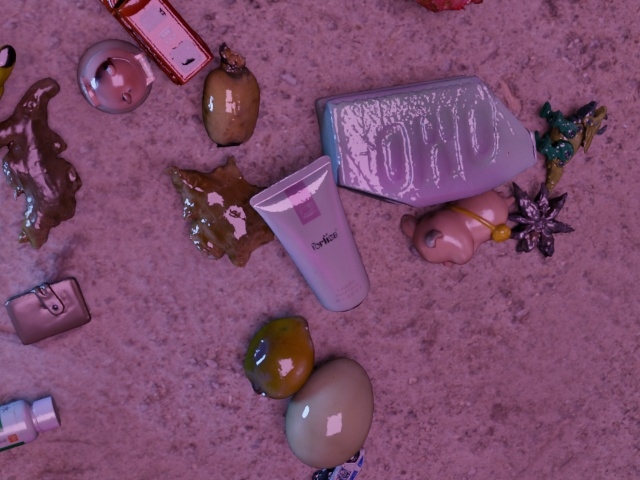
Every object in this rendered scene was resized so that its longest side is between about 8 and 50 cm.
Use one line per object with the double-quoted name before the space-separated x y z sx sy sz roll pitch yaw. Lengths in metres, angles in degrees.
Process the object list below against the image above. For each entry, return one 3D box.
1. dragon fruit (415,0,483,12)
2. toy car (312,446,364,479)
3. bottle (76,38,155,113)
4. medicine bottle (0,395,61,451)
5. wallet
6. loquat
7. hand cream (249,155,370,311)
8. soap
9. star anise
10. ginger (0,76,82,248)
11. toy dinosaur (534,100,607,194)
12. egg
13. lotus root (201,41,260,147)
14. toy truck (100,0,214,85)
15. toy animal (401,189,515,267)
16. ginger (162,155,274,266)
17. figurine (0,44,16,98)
"dragon fruit" 0.261 -0.569 1.859 0.268 0.205 0.210 22 133 -40
"toy car" 0.050 0.525 2.098 0.070 0.080 0.170 29 92 -20
"bottle" -0.391 -0.310 1.720 0.148 0.236 0.147 -3 103 -14
"medicine bottle" -0.679 0.397 1.872 0.260 0.095 0.095 -15 105 -11
"wallet" -0.568 0.146 1.877 0.153 0.039 0.118 -21 108 -8
"loquat" -0.085 0.254 1.967 0.152 0.152 0.195 35 78 -19
"hand cream" 0.000 0.000 1.897 0.186 0.118 0.358 -30 128 -4
"soap" 0.231 -0.212 1.942 0.446 0.156 0.261 -11 100 -13
"star anise" 0.513 -0.047 2.100 0.181 0.061 0.204 -13 110 -9
"ginger" -0.570 -0.147 1.791 0.166 0.080 0.333 -15 108 -23
"toy dinosaur" 0.550 -0.213 2.071 0.153 0.094 0.259 20 110 -25
"egg" 0.024 0.384 2.004 0.189 0.188 0.253 25 83 -18
"lotus root" -0.182 -0.294 1.838 0.118 0.125 0.220 6 108 -3
"toy truck" -0.326 -0.429 1.776 0.107 0.114 0.252 -42 110 -1
"toy animal" 0.324 -0.035 2.011 0.248 0.165 0.149 -28 102 -14
"ginger" -0.213 -0.071 1.883 0.270 0.123 0.218 26 88 -9
"figurine" -0.722 -0.268 1.687 0.327 0.218 0.169 -42 149 -10
